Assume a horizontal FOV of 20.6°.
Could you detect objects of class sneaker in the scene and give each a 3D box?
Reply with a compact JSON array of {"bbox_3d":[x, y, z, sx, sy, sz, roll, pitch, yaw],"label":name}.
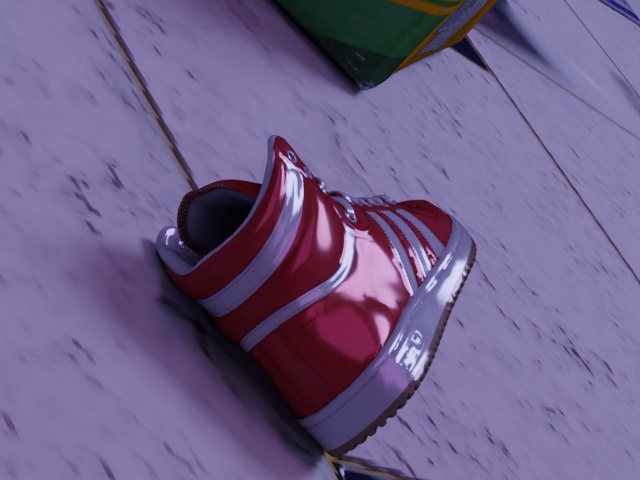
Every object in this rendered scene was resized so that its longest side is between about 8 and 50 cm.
[{"bbox_3d":[0.000,0.000,0.437,0.067,0.042,0.118,46,21,-8],"label":"sneaker"}]

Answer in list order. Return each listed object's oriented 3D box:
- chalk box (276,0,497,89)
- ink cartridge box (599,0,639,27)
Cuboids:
[{"bbox_3d":[-0.004,-0.229,0.698,0.289,0.180,0.179,45,18,1],"label":"chalk box"},{"bbox_3d":[0.052,-0.250,0.990,0.165,0.065,0.332,19,40,-53],"label":"ink cartridge box"}]
